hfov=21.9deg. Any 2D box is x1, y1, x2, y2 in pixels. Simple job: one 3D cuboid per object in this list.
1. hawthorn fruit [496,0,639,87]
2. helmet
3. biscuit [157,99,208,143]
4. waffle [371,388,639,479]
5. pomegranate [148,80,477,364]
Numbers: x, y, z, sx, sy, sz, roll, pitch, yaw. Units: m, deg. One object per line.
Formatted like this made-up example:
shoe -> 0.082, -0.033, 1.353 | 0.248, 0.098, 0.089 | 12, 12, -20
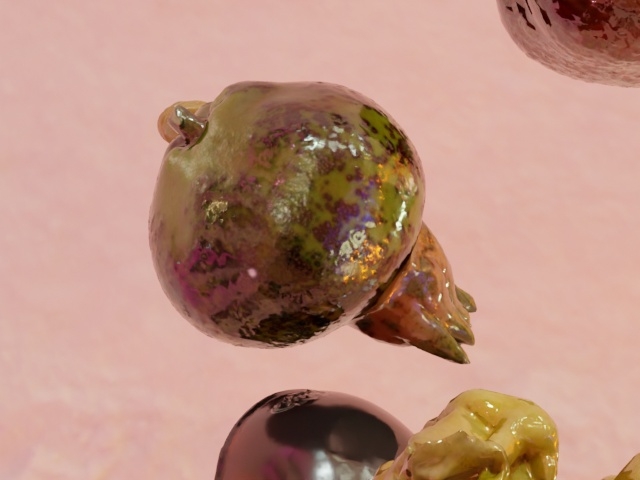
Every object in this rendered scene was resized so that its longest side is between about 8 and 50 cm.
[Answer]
hawthorn fruit -> 0.312, -0.275, 1.373 | 0.368, 0.285, 0.285 | -14, 113, -19
helmet -> 0.004, 0.222, 1.279 | 0.189, 0.193, 0.216 | -16, 97, -40
biscuit -> -0.086, -0.044, 1.615 | 0.153, 0.030, 0.234 | -10, 132, -16
waffle -> 0.027, 0.226, 0.651 | 0.151, 0.324, 0.261 | 30, 147, 7
pomegranate -> 0.008, -0.015, 1.266 | 0.276, 0.222, 0.204 | 5, 90, -21
